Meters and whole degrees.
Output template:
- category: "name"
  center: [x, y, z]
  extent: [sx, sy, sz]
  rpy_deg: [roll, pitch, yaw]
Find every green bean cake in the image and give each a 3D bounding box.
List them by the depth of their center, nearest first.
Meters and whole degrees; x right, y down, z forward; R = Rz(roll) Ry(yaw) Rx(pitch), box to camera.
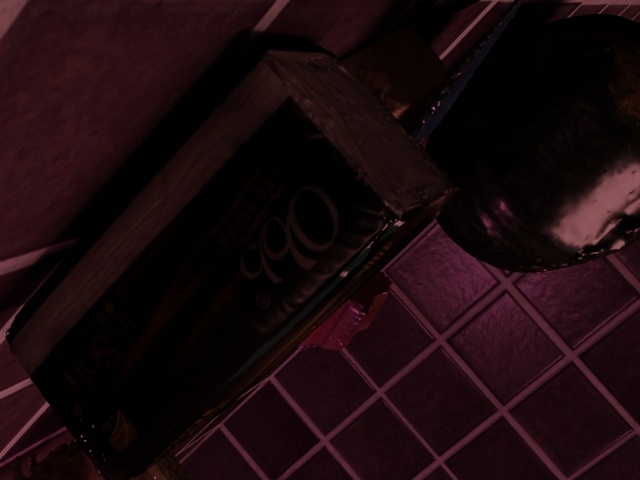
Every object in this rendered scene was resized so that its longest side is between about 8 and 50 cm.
- category: "green bean cake"
  center: [0.044, -0.139, 1.092]
  extent: [0.179, 0.085, 0.109]
  rpy_deg: [-34, 168, -38]

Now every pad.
- category: "pad"
  center: [0.141, -0.157, 1.166]
  extent: [0.270, 0.012, 0.269]
  rpy_deg: [-51, 176, -47]

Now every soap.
- category: "soap"
  center: [0.013, 0.123, 2.053]
  extent: [0.112, 0.182, 0.289]
  rpy_deg: [-39, 166, -32]

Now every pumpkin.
- category: "pumpkin"
  center: [0.370, -0.156, 1.632]
  extent: [0.454, 0.344, 0.454]
  rpy_deg: [-35, -165, 11]

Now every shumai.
- category: "shumai"
  center: [-0.326, 0.403, 1.551]
  extent: [0.262, 0.267, 0.314]
  rpy_deg: [-39, 131, -5]

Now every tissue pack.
- category: "tissue pack"
  center: [-0.086, 0.019, 0.917]
  extent: [0.370, 0.198, 0.210]
  rpy_deg: [-44, 176, 22]

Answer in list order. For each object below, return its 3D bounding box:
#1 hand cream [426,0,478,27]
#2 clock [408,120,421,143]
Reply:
- category: "hand cream"
  center: [0.189, -0.292, 1.109]
  extent: [0.186, 0.054, 0.087]
  rpy_deg: [-36, 177, 3]
- category: "clock"
  center: [0.051, -0.090, 1.330]
  extent: [0.318, 0.080, 0.318]
  rpy_deg: [-54, 175, -8]
